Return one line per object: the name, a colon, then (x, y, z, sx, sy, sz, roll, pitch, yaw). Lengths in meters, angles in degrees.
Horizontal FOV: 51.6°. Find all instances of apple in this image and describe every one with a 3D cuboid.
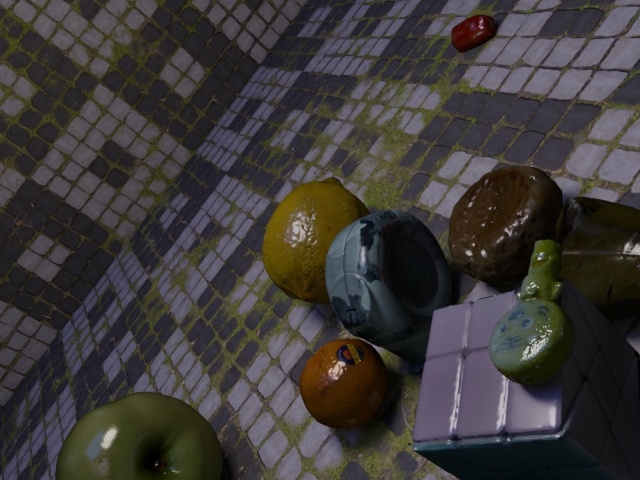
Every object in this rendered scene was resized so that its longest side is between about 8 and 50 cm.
apple: (-0.400, 0.507, 1.448, 0.357, 0.357, 0.357, -35, 34, 28)

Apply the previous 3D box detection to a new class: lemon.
lemon: (0.000, 0.000, 1.518, 0.258, 0.258, 0.310, -14, 60, 48)

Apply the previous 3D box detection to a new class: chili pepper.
chili pepper: (0.403, -0.553, 1.748, 0.123, 0.070, 0.073, -12, 32, 52)

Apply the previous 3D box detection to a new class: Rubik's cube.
Rubik's cube: (0.287, 0.217, 0.911, 0.224, 0.231, 0.221, -20, 42, 41)

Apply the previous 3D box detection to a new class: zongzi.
zongzi: (0.416, 0.098, 0.961, 0.300, 0.145, 0.274, -63, 19, 8)

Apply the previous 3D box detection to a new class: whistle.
whistle: (0.266, 0.085, 0.807, 0.104, 0.057, 0.198, -25, 32, 48)

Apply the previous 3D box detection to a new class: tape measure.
tape measure: (0.127, 0.082, 1.253, 0.147, 0.256, 0.275, -22, 47, 42)

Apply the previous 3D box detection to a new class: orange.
orange: (0.046, 0.272, 1.265, 0.177, 0.155, 0.177, -30, 31, 21)

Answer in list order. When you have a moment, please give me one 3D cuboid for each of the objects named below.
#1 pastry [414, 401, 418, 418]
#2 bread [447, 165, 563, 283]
pastry: (0.211, 0.289, 1.118, 0.097, 0.057, 0.109, 16, 73, 53)
bread: (0.340, -0.027, 1.211, 0.230, 0.123, 0.230, -39, 33, 32)
